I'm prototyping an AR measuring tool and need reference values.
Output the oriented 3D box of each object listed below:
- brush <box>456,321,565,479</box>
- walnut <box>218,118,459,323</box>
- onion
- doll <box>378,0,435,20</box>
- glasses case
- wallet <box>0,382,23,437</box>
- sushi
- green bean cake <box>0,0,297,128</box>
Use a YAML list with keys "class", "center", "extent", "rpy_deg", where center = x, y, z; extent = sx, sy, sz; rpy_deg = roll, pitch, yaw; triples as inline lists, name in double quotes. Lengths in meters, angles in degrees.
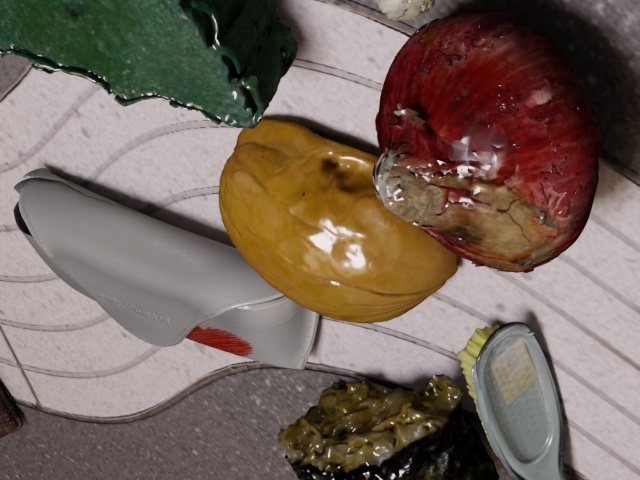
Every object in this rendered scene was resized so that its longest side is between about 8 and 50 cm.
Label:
- class: "brush"
  center: [0.165, 0.172, 1.295]
  extent: [0.060, 0.068, 0.297]
  rpy_deg: [31, 150, 50]
- class: "walnut"
  center: [-0.003, 0.001, 1.239]
  extent: [0.211, 0.087, 0.167]
  rpy_deg: [26, 146, 20]
- class: "onion"
  center: [0.093, -0.059, 1.037]
  extent: [0.184, 0.147, 0.184]
  rpy_deg: [44, 146, 41]
- class: "doll"
  center: [0.036, -0.276, 0.892]
  extent: [0.149, 0.175, 0.278]
  rpy_deg: [-18, 120, 7]
- class: "glasses case"
  center: [-0.145, 0.037, 1.409]
  extent: [0.308, 0.083, 0.128]
  rpy_deg: [20, 139, 28]
- class: "wallet"
  center: [-0.432, 0.141, 1.772]
  extent: [0.124, 0.042, 0.230]
  rpy_deg: [-22, 123, 2]
- class: "sushi"
  center: [0.042, 0.188, 1.336]
  extent: [0.115, 0.147, 0.212]
  rpy_deg: [54, 160, -15]
- class: "green bean cake"
  center: [-0.143, -0.167, 1.143]
  extent: [0.208, 0.107, 0.193]
  rpy_deg: [-7, 132, 30]
